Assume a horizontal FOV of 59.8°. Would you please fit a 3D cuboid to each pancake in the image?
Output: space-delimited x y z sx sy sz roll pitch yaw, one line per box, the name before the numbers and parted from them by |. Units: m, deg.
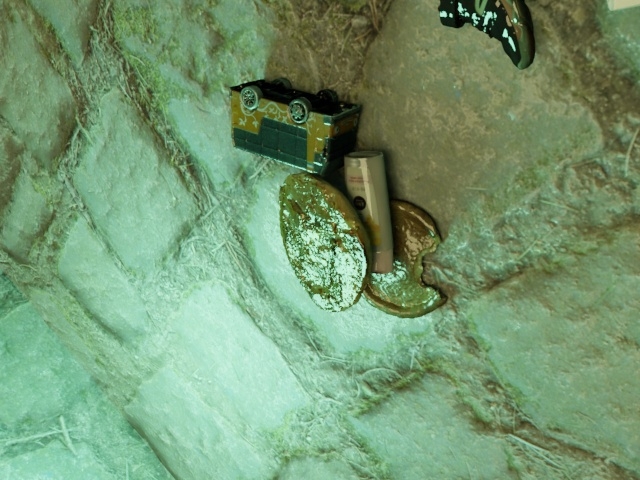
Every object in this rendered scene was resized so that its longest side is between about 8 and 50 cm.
pancake | 0.179 0.051 1.295 0.286 0.033 0.288 41 126 11
pancake | -0.002 0.001 1.293 0.356 0.065 0.356 38 142 36

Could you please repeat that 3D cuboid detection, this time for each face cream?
face cream | 0.108 -0.059 1.228 0.107 0.073 0.270 11 117 39

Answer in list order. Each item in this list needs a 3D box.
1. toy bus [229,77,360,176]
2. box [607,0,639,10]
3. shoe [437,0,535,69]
toy bus | -0.060 -0.256 1.241 0.275 0.138 0.167 20 122 25
box | 0.558 -0.397 0.750 0.299 0.200 0.107 1 112 32
shoe | 0.272 -0.418 0.972 0.137 0.114 0.291 -30 91 32
